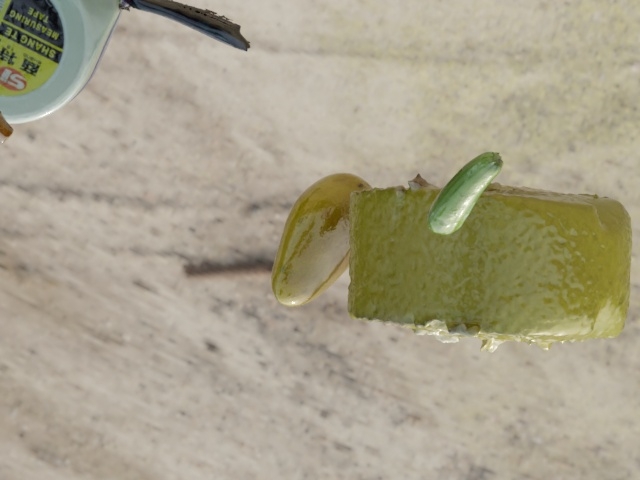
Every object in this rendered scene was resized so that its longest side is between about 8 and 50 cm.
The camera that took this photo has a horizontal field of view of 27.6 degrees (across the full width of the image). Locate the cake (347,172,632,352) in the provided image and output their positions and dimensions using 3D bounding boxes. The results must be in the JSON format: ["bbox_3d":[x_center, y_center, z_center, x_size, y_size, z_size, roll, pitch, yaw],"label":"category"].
[{"bbox_3d":[0.135,0.020,1.133,0.179,0.156,0.260,-2,-178,-33],"label":"cake"}]

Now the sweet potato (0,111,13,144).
[{"bbox_3d":[-0.361,-0.183,1.118,0.057,0.057,0.264,-6,134,47],"label":"sweet potato"}]

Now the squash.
[{"bbox_3d":[0.097,-0.032,0.891,0.027,0.027,0.089,26,139,-4],"label":"squash"}]

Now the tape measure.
[{"bbox_3d":[-0.271,-0.212,1.428,0.351,0.215,0.098,26,-166,-5],"label":"tape measure"}]

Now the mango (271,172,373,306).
[{"bbox_3d":[0.000,0.000,1.402,0.076,0.161,0.103,29,173,32],"label":"mango"}]
